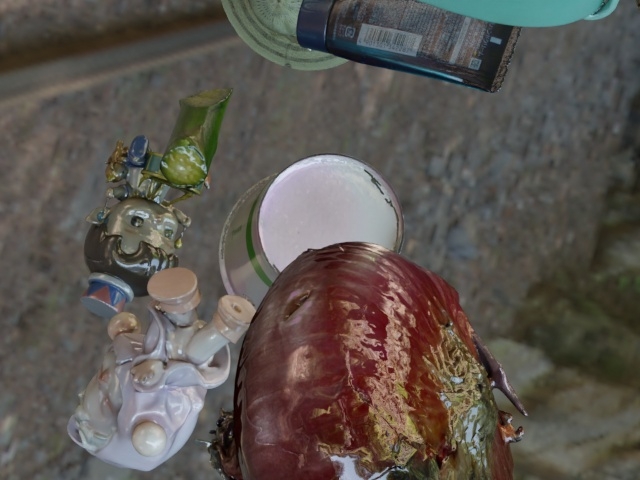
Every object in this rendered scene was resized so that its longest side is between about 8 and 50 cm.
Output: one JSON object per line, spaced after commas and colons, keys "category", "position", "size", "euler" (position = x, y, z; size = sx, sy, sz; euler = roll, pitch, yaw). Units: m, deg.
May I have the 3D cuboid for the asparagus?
{"category": "asparagus", "position": [-0.104, -0.102, 1.318], "size": [0.041, 0.045, 0.178], "euler": [-49, -164, 27]}

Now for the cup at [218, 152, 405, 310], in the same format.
{"category": "cup", "position": [0.000, 0.000, 2.011], "size": [0.274, 0.253, 0.253], "euler": [129, -19, -77]}

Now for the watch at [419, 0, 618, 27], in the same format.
{"category": "watch", "position": [0.153, -0.270, 1.297], "size": [0.068, 0.237, 0.195], "euler": [103, 12, -54]}

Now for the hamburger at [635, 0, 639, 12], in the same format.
{"category": "hamburger", "position": [0.372, -0.234, 1.324], "size": [0.185, 0.177, 0.113], "euler": [-35, -165, -4]}

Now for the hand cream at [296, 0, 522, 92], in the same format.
{"category": "hand cream", "position": [0.100, -0.240, 1.712], "size": [0.061, 0.271, 0.120], "euler": [41, 67, -55]}

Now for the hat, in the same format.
{"category": "hat", "position": [-0.036, -0.330, 2.010], "size": [0.110, 0.252, 0.252], "euler": [-54, 155, -61]}

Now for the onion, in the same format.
{"category": "onion", "position": [0.024, 0.179, 1.383], "size": [0.347, 0.285, 0.347], "euler": [40, 42, -50]}

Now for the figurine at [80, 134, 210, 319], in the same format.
{"category": "figurine", "position": [-0.268, -0.013, 2.269], "size": [0.161, 0.158, 0.275], "euler": [18, 89, -31]}

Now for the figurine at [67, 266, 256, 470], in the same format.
{"category": "figurine", "position": [-0.176, 0.148, 1.672], "size": [0.276, 0.133, 0.200], "euler": [-54, -142, 32]}
